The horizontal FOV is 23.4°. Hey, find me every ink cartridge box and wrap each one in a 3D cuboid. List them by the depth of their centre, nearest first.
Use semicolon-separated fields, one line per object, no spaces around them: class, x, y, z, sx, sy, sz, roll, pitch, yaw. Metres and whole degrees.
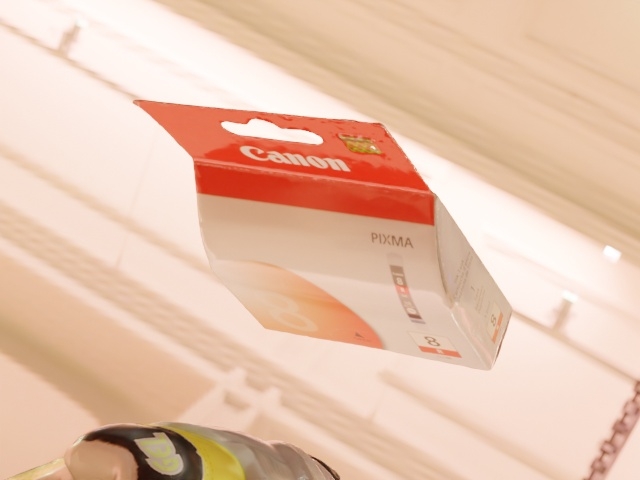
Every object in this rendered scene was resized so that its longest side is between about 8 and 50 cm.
ink cartridge box;0.000;0.000;0.760;0.145;0.045;0.179;9;157;32

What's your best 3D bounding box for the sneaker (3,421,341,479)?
sneaker;-0.169;0.189;0.643;0.147;0.384;0.145;40;-165;-48
